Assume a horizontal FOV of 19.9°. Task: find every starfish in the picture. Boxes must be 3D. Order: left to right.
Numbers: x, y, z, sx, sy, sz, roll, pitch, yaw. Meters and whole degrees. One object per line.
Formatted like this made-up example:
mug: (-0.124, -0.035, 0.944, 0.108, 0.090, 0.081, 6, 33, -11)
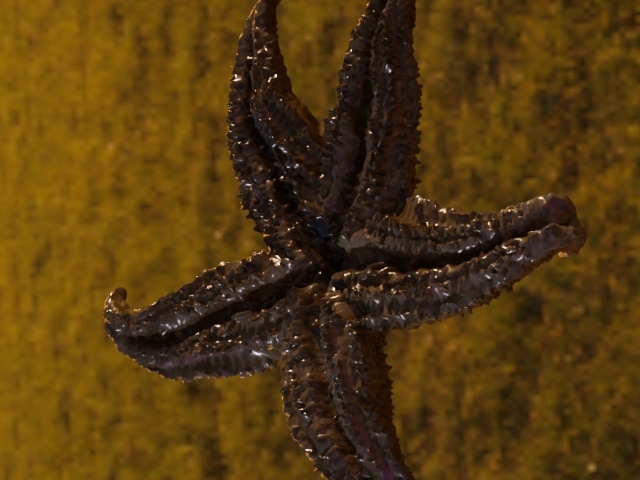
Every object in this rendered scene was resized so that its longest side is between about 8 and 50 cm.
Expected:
starfish: (0.001, 0.000, 0.659, 0.240, 0.043, 0.227, -18, 61, 41)
